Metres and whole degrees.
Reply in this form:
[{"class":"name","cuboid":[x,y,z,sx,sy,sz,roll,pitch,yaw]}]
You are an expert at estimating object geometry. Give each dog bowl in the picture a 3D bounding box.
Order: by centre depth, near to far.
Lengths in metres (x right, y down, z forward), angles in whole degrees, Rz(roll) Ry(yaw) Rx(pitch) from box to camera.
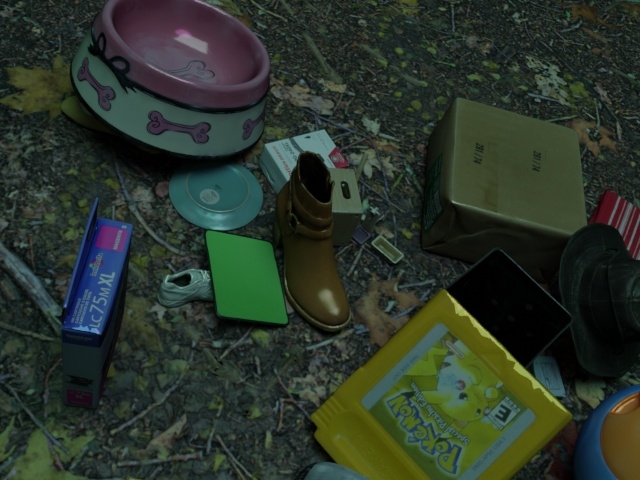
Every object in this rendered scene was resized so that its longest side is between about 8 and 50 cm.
[{"class":"dog bowl","cuboid":[-0.281,-0.351,1.463,0.407,0.150,0.408,17,40,-15]}]

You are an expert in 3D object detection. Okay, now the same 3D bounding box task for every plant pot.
[{"class":"plant pot","cuboid":[0.302,0.160,1.318,0.188,0.167,0.187,-33,70,-33]}]

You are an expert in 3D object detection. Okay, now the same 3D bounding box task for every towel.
[{"class":"towel","cuboid":[0.736,0.013,1.650,0.274,0.031,0.199,34,50,6]}]

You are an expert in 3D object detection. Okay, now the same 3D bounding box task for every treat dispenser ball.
[{"class":"treat dispenser ball","cuboid":[0.555,0.372,1.165,0.288,0.288,0.288,9,53,-11]}]

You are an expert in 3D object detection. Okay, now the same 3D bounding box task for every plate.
[{"class":"plate","cuboid":[-0.204,-0.101,1.441,0.188,0.024,0.188,9,53,-12]}]

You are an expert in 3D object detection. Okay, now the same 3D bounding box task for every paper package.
[{"class":"paper package","cuboid":[0.383,-0.113,1.543,0.309,0.168,0.325,14,53,-6]}]

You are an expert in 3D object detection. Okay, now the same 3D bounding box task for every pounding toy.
[{"class":"pounding toy","cuboid":[0.041,-0.083,1.437,0.100,0.130,0.141,2,54,-16]}]

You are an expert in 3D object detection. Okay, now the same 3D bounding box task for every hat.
[{"class":"hat","cuboid":[0.589,0.107,1.367,0.331,0.133,0.332,9,76,-40]}]

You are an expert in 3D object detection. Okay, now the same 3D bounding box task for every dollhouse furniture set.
[{"class":"dollhouse furniture set","cuboid":[0.134,-0.021,1.451,0.114,0.081,0.091,41,54,14]}]

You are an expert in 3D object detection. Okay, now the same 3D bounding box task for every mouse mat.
[{"class":"mouse mat","cuboid":[-0.134,0.066,1.320,0.152,0.007,0.190,12,48,-34]}]

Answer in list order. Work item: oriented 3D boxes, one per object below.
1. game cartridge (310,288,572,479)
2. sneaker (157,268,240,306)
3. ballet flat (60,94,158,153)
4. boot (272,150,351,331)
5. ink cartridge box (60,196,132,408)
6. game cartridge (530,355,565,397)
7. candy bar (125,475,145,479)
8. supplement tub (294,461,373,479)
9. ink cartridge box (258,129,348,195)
[{"class":"game cartridge","cuboid":[0.181,0.286,1.158,0.323,0.053,0.285,-44,73,-3]},{"class":"sneaker","cuboid":[-0.210,0.077,1.286,0.152,0.061,0.054,-12,58,-26]},{"class":"ballet flat","cuboid":[-0.408,-0.250,1.454,0.232,0.073,0.080,23,53,0]},{"class":"boot","cuboid":[0.000,0.000,1.305,0.108,0.220,0.284,-7,57,-22]},{"class":"ink cartridge box","cuboid":[-0.328,0.102,1.070,0.065,0.311,0.186,11,53,-8]},{"class":"game cartridge","cuboid":[0.429,0.259,1.382,0.055,0.017,0.083,8,53,-17]},{"class":"candy bar","cuboid":[-0.219,0.384,1.084,0.161,0.018,0.040,15,48,-6]},{"class":"supplement tub","cuboid":[-0.023,0.483,0.954,0.207,0.207,0.338,33,53,8]},{"class":"ink cartridge box","cuboid":[-0.035,-0.158,1.510,0.150,0.063,0.109,-19,62,-28]}]
